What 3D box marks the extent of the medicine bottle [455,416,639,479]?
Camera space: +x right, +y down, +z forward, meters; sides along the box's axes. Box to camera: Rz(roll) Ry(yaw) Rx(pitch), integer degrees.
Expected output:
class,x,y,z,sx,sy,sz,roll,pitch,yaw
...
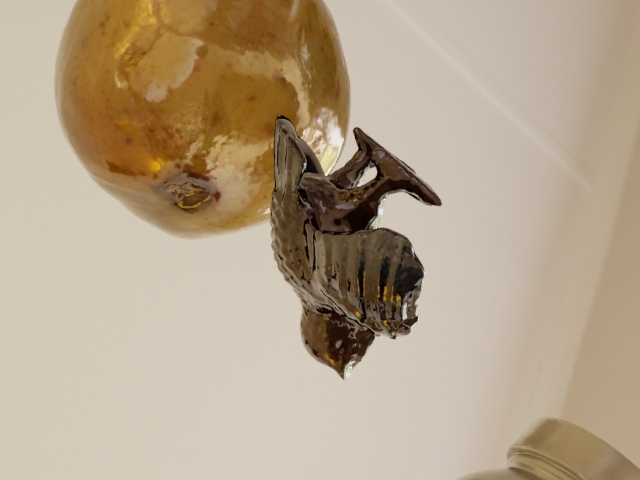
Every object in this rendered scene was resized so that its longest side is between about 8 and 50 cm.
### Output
class,x,y,z,sx,sy,sz,roll,pitch,yaw
medicine bottle,0.079,0.220,0.573,0.250,0.131,0.131,-43,-57,-18

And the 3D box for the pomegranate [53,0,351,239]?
class,x,y,z,sx,sy,sz,roll,pitch,yaw
pomegranate,-0.109,-0.143,0.992,0.307,0.307,0.307,-6,-82,-45

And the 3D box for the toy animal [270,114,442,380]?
class,x,y,z,sx,sy,sz,roll,pitch,yaw
toy animal,0.000,0.008,0.744,0.116,0.218,0.179,6,-67,-26
